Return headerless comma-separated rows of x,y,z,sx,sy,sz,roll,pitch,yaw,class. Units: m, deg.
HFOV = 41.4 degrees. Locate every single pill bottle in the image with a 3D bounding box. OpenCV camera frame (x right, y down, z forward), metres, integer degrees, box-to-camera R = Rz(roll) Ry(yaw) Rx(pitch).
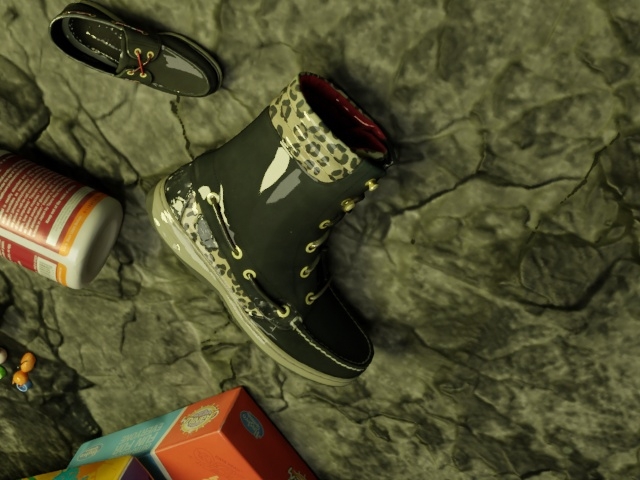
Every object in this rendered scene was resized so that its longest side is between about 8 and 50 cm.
-0.255,-0.025,0.725,0.152,0.086,0.086,24,127,1,pill bottle

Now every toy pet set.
-0.361,0.113,0.864,0.122,0.065,0.114,24,127,1,toy pet set

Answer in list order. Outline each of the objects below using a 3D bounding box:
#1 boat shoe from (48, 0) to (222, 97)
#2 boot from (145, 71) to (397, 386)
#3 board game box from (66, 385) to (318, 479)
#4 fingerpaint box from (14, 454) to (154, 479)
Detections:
-0.140,-0.139,0.640,0.133,0.042,0.049,24,125,0,boat shoe
-0.001,0.000,0.661,0.178,0.085,0.236,-36,106,31,boot
-0.093,0.320,0.916,0.242,0.064,0.316,-25,112,30,board game box
-0.238,0.468,0.923,0.371,0.163,0.445,-19,116,30,fingerpaint box
